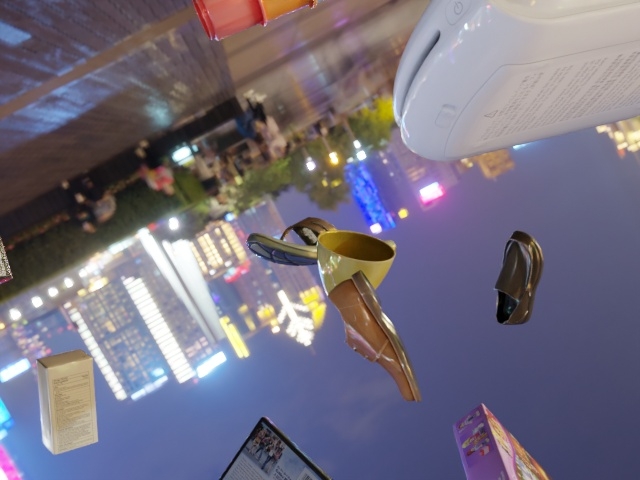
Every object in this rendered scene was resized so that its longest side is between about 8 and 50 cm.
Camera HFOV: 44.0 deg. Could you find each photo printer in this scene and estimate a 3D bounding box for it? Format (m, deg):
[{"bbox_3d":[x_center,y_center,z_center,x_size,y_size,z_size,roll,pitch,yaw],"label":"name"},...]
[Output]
[{"bbox_3d":[0.219,-0.180,0.722,0.308,0.107,0.256,-15,163,-14],"label":"photo printer"}]

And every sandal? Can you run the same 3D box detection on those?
[{"bbox_3d":[0.001,0.000,1.513,0.303,0.086,0.120,1,171,-25],"label":"sandal"}]

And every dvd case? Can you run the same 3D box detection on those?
[{"bbox_3d":[-0.111,0.470,1.411,0.253,0.180,0.022,-56,149,5],"label":"dvd case"}]

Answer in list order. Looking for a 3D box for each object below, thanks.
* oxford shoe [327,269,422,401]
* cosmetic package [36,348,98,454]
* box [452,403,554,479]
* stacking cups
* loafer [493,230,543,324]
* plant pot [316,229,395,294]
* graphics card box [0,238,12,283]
[{"bbox_3d":[0.082,0.153,1.179,0.076,0.212,0.076,-31,175,6],"label":"oxford shoe"},{"bbox_3d":[-0.313,0.198,0.979,0.060,0.115,0.041,-8,-165,-37],"label":"cosmetic package"},{"bbox_3d":[0.264,0.349,0.962,0.057,0.201,0.293,-41,-167,12],"label":"box"},{"bbox_3d":[0.007,-0.320,0.902,0.316,0.096,0.096,-25,-174,-10],"label":"stacking cups"},{"bbox_3d":[0.403,0.087,1.634,0.078,0.220,0.080,-22,-150,-36],"label":"loafer"},{"bbox_3d":[0.052,0.051,1.348,0.134,0.095,0.134,10,-159,-4],"label":"plant pot"},{"bbox_3d":[-0.648,0.057,1.133,0.233,0.094,0.371,-16,179,10],"label":"graphics card box"}]
